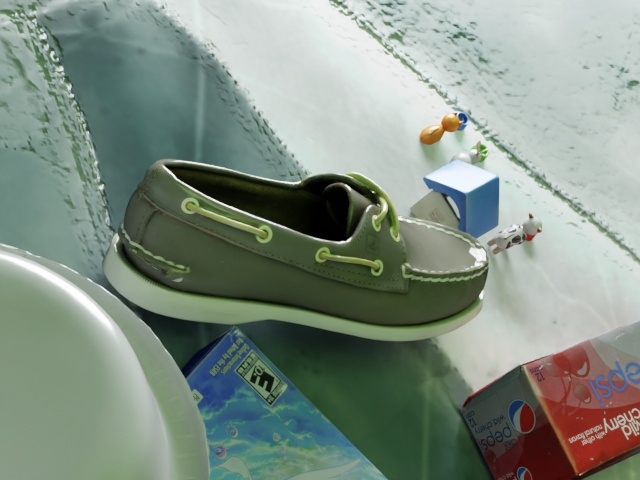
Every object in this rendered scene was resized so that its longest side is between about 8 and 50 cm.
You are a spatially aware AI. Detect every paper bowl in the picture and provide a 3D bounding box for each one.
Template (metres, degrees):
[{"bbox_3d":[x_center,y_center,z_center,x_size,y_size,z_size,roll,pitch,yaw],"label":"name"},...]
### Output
[{"bbox_3d":[-0.199,0.116,0.868,0.284,0.148,0.284,12,49,-13],"label":"paper bowl"}]

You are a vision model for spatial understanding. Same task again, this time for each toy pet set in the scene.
[{"bbox_3d":[0.125,-0.048,1.292,0.114,0.065,0.122,-27,82,-42],"label":"toy pet set"}]

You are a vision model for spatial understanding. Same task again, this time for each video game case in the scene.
[{"bbox_3d":[-0.049,0.225,1.020,0.244,0.061,0.269,46,48,-6],"label":"video game case"}]

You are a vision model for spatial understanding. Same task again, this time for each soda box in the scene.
[{"bbox_3d":[0.235,0.116,1.266,0.263,0.083,0.092,-16,74,-39],"label":"soda box"}]

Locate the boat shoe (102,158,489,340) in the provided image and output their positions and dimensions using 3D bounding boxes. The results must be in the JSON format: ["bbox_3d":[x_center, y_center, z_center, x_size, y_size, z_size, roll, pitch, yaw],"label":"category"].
[{"bbox_3d":[0.002,0.003,1.140,0.305,0.091,0.109,5,30,-33],"label":"boat shoe"}]
